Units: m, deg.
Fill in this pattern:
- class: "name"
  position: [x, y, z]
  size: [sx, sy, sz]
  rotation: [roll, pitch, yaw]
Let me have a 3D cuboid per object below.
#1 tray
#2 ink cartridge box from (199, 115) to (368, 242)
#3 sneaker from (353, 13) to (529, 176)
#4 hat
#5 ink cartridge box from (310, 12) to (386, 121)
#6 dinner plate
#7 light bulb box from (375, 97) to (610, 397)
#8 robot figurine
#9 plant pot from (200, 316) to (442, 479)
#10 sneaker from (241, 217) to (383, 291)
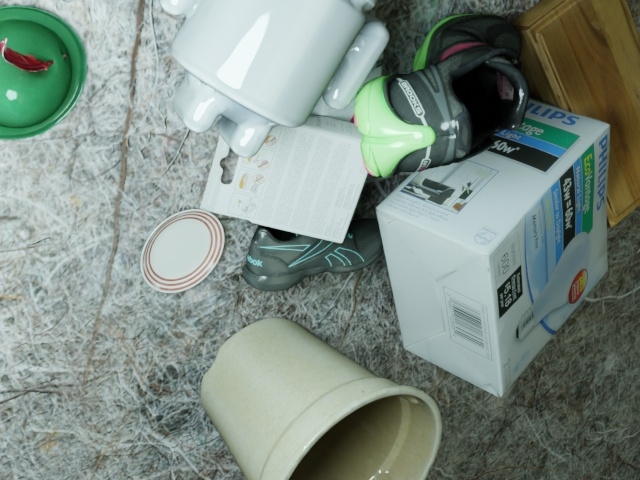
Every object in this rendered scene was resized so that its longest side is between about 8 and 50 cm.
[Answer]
- class: "tray"
  position: [0.491, -0.246, 1.817]
  size: [0.203, 0.076, 0.411]
  rotation: [-38, 116, -15]
- class: "ink cartridge box"
  position: [-0.047, -0.102, 1.525]
  size: [0.224, 0.056, 0.181]
  rotation: [14, 122, -9]
- class: "sneaker"
  position: [0.220, -0.210, 1.524]
  size: [0.483, 0.202, 0.185]
  rotation: [-48, 134, -51]
- class: "hat"
  position: [-0.325, -0.159, 1.182]
  size: [0.208, 0.183, 0.173]
  rotation: [8, 114, -44]
- class: "ink cartridge box"
  position: [0.031, -0.251, 1.520]
  size: [0.109, 0.063, 0.150]
  rotation: [-20, 131, -29]
- class: "dinner plate"
  position: [-0.206, 0.014, 1.541]
  size: [0.141, 0.017, 0.141]
  rotation: [-24, 133, -28]
- class: "light bulb box"
  position: [0.309, 0.000, 1.776]
  size: [0.361, 0.225, 0.358]
  rotation: [-43, 140, -27]
- class: "robot figurine"
  position: [-0.055, -0.285, 1.317]
  size: [0.300, 0.200, 0.353]
  rotation: [27, 100, -29]
- class: "plant pot"
  position: [-0.028, 0.292, 1.683]
  size: [0.334, 0.305, 0.334]
  rotation: [-23, 133, -28]
- class: "sneaker"
  position: [0.000, 0.000, 1.651]
  size: [0.267, 0.101, 0.106]
  rotation: [-18, 125, -34]
